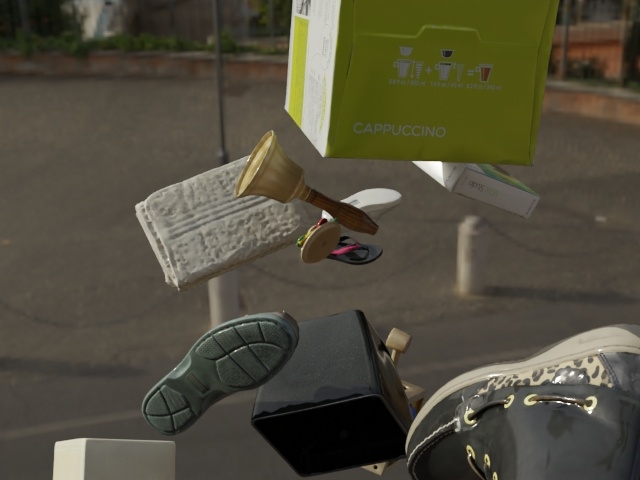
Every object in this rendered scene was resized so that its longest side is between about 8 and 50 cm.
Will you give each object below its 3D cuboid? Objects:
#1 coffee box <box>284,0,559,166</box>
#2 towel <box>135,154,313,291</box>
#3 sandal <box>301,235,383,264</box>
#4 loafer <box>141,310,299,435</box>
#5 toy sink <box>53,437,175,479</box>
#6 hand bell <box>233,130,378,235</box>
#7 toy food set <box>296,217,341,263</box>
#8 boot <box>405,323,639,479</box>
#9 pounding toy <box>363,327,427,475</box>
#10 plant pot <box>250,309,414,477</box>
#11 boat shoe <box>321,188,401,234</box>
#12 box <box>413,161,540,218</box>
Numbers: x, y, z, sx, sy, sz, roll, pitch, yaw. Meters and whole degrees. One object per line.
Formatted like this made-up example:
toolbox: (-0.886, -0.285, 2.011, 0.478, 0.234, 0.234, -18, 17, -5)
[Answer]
coffee box: (0.146, -0.320, 1.821, 0.338, 0.338, 0.334, 1, 19, -14)
towel: (-0.170, -0.037, 2.066, 0.282, 0.049, 0.187, -22, 73, -16)
sandal: (0.045, 0.015, 2.517, 0.179, 0.040, 0.067, 7, 36, 12)
loafer: (-0.127, 0.159, 1.518, 0.268, 0.096, 0.084, -35, 5, 28)
toy sink: (-0.317, 0.421, 1.754, 0.153, 0.234, 0.131, 8, -16, -33)
hand bell: (-0.010, -0.071, 1.942, 0.242, 0.126, 0.126, 29, 22, -15)
toy food set: (0.000, 0.000, 1.799, 0.083, 0.082, 0.020, -40, 60, -13)
boot: (0.204, 0.267, 1.218, 0.377, 0.138, 0.284, -31, 26, 41)
pounding toy: (0.122, 0.249, 1.836, 0.094, 0.206, 0.181, 20, 5, 18)
plant pot: (0.024, 0.209, 1.647, 0.188, 0.188, 0.166, -14, 50, 17)
boat shoe: (0.084, -0.052, 2.327, 0.184, 0.063, 0.066, -25, 42, -34)
box: (0.232, -0.161, 2.173, 0.232, 0.058, 0.322, 16, 21, -44)
